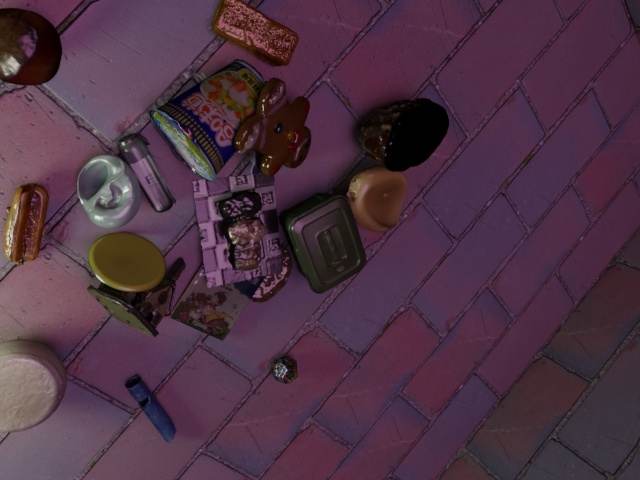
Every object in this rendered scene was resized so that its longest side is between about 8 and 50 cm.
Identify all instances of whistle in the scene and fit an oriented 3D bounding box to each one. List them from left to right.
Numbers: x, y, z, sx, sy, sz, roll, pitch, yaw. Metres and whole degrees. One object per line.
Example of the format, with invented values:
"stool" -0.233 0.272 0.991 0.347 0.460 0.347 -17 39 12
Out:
"whistle" -0.596 0.607 2.019 0.062 0.062 0.304 -32 121 -16

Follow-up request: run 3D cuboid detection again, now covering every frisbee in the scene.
"frisbee" -0.590 0.061 1.734 0.236 0.236 0.017 6 136 -31

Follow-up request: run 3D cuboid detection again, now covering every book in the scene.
"book" -0.356 0.185 2.002 0.228 0.018 0.322 31 96 -28

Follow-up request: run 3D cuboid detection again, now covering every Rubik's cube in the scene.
"Rubik's cube" -0.137 0.510 2.225 0.111 0.111 0.093 -33 93 -16

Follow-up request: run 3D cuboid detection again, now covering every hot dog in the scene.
"hot dog" -0.856 -0.045 1.630 0.104 0.076 0.250 -2 113 -50

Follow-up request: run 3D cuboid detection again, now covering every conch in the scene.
"conch" -0.631 -0.147 1.687 0.185 0.121 0.221 9 99 -22

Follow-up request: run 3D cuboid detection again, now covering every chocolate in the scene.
"chocolate" 0.284 -0.400 2.064 0.340 0.210 0.225 -34 130 -26

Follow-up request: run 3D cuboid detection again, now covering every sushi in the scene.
"sushi" -0.256 -0.033 1.916 0.296 0.100 0.373 -10 102 -27

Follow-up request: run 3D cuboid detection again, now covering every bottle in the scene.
"bottle" -0.531 -0.210 1.748 0.096 0.079 0.254 -46 126 -33

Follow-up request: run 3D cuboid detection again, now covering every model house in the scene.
"model house" -0.558 0.126 1.805 0.279 0.205 0.218 -60 152 -27

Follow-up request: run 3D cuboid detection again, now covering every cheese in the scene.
"cheese" 0.206 -0.166 2.120 0.316 0.128 0.260 13 91 -48

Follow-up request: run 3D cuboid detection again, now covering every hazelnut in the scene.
"hazelnut" -0.760 -0.503 1.462 0.208 0.208 0.208 -10 113 -26

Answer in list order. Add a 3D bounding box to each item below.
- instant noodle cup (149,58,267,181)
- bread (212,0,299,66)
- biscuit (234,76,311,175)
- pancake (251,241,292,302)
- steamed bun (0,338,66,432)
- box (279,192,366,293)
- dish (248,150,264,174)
"instant noodle cup" -0.307 -0.380 1.715 0.312 0.284 0.284 -46 124 -17
"bread" -0.204 -0.650 1.773 0.271 0.077 0.139 18 102 -32
"biscuit" -0.110 -0.339 1.809 0.283 0.064 0.432 -62 159 -2
"pancake" -0.214 0.115 2.068 0.222 0.042 0.236 7 105 -28
"steamed bun" -0.915 0.424 1.698 0.283 0.177 0.283 -9 111 -24
"box" 0.000 0.000 2.072 0.252 0.178 0.329 -29 118 -20
"dish" -0.181 -0.341 1.869 0.236 0.086 0.228 -44 152 -35
